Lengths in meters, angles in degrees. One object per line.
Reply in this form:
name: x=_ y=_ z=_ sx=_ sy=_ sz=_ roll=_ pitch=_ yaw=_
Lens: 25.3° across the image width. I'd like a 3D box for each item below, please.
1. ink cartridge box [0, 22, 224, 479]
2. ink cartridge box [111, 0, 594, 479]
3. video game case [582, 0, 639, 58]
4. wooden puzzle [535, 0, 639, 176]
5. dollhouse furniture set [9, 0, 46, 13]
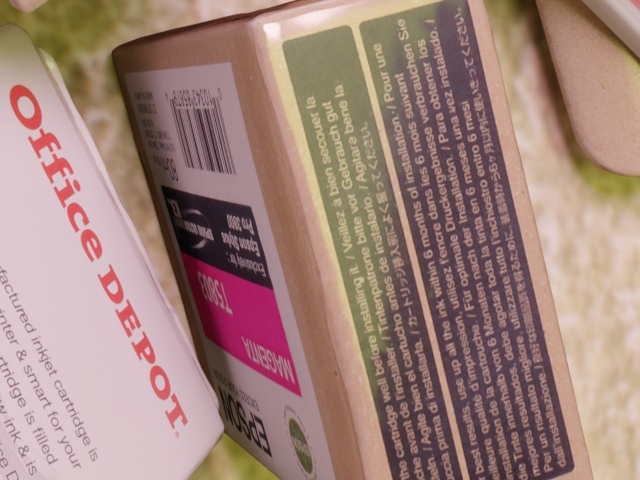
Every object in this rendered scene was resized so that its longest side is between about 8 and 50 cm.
ink cartridge box: x=-0.169 y=0.063 z=0.497 sx=0.197 sy=0.114 sz=0.273 roll=66 pitch=30 yaw=-13
ink cartridge box: x=0.000 y=0.000 z=0.576 sx=0.088 sy=0.234 sz=0.193 roll=-17 pitch=99 yaw=-17
video game case: x=0.261 y=-0.185 z=0.715 sx=0.204 sy=0.025 sz=0.285 roll=40 pitch=81 yaw=-18
wooden puzzle: x=0.243 y=-0.237 z=0.761 sx=0.347 sy=0.080 sz=0.322 roll=-21 pitch=101 yaw=-16
dollhouse furniture set: x=-0.035 y=-0.119 z=0.549 sx=0.355 sy=0.303 sz=0.174 roll=-38 pitch=135 yaw=-16
